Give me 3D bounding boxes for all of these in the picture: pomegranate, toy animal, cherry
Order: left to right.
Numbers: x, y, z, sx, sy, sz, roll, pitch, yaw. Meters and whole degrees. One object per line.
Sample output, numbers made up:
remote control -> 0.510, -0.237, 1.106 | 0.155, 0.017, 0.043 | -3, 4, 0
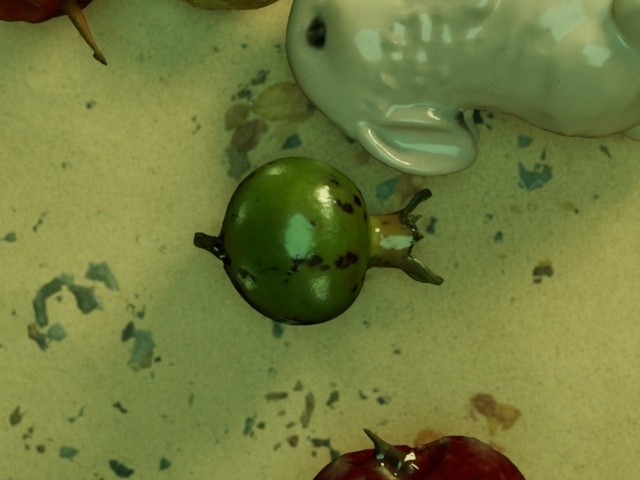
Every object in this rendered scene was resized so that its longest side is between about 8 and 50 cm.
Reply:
pomegranate -> 0.005, 0.000, 1.261 | 0.220, 0.156, 0.156 | -1, 93, -34
cherry -> 0.094, 0.304, 1.237 | 0.230, 0.203, 0.300 | -10, 106, -5
toy animal -> 0.151, -0.168, 1.243 | 0.357, 0.194, 0.258 | -11, 117, 14

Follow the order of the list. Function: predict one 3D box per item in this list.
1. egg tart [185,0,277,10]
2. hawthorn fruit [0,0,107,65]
egg tart -> -0.081, -0.300, 1.259 | 0.191, 0.074, 0.191 | 0, 93, 7
hawthorn fruit -> -0.247, -0.264, 1.199 | 0.207, 0.207, 0.243 | -24, 100, -1
